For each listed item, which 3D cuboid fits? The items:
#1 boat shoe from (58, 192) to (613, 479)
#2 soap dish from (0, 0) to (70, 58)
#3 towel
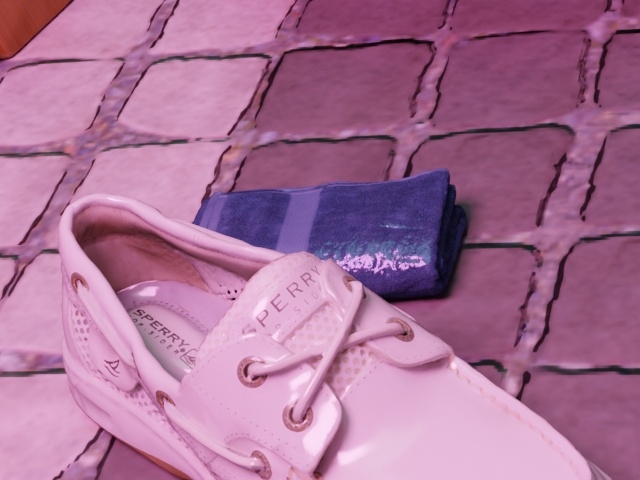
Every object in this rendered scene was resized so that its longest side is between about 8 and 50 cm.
[{"bbox_3d":[-0.010,0.052,0.728,0.277,0.096,0.098,21,48,40],"label":"boat shoe"},{"bbox_3d":[-0.300,-0.188,1.067,0.290,0.229,0.118,-3,54,16],"label":"soap dish"},{"bbox_3d":[0.000,0.000,0.854,0.119,0.029,0.067,-3,38,16],"label":"towel"}]
